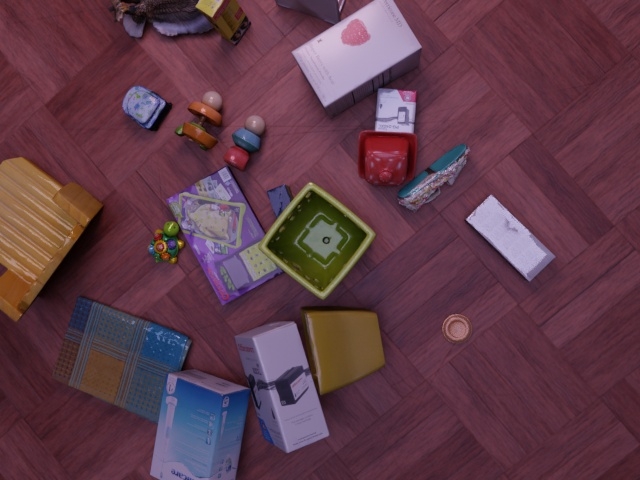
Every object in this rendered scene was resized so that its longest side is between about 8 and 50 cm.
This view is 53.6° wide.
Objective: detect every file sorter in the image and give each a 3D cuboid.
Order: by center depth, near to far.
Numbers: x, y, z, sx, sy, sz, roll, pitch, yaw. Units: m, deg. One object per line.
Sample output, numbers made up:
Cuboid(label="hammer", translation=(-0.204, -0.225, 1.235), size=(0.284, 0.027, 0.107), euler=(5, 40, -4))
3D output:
Cuboid(label="file sorter", translation=(-0.021, -0.722, 1.661), size=(0.193, 0.278, 0.173), euler=(20, 91, 5))

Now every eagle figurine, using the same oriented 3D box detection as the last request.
Cuboid(label="eagle figurine", translation=(-0.436, -0.686, 1.763), size=(0.299, 0.225, 0.226), euler=(-19, 127, -19))

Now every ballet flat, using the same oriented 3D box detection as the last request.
Cuboid(label="ballet flat", translation=(0.319, -0.167, 1.742), size=(0.241, 0.091, 0.077), euler=(-37, 117, 9))

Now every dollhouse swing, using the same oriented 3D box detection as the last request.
Cuboid(label="dollhouse swing", translation=(-0.842, -0.034, 1.760), size=(0.305, 0.315, 0.346), euler=(37, 95, -16))

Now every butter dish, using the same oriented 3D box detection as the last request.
Cuboid(label="butter dish", translation=(0.177, -0.201, 1.701), size=(0.160, 0.118, 0.160), euler=(4, 132, 6))

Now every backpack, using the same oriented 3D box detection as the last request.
Cuboid(label="backpack", translation=(-0.505, -0.384, 1.811), size=(0.114, 0.084, 0.105), euler=(34, 92, 7))

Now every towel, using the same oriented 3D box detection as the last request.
Cuboid(label="towel", translation=(-0.580, 0.347, 1.853), size=(0.370, 0.040, 0.271), euler=(20, 92, 7))

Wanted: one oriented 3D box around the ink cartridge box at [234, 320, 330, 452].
Cuboid(label="ink cartridge box", translation=(-0.109, 0.382, 1.698), size=(0.129, 0.223, 0.307), euler=(-16, 89, -21))

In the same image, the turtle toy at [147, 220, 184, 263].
Cuboid(label="turtle toy", translation=(-0.444, 0.005, 1.818), size=(0.095, 0.066, 0.130), euler=(26, 93, 5))

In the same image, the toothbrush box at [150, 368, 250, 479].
Cuboid(label="toothbrush box", translation=(-0.333, 0.529, 1.746), size=(0.217, 0.126, 0.295), euler=(9, 90, 32))

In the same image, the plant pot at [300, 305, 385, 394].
Cuboid(label="plant pot", translation=(0.062, 0.275, 1.710), size=(0.187, 0.212, 0.212), euler=(-10, 90, -6))

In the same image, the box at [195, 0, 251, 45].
Cuboid(label="box", translation=(-0.257, -0.608, 1.707), size=(0.058, 0.232, 0.087), euler=(35, 93, 7))

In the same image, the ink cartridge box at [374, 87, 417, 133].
Cuboid(label="ink cartridge box", translation=(0.207, -0.336, 1.749), size=(0.109, 0.063, 0.150), euler=(4, 91, 6))

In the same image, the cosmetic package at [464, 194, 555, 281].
Cuboid(label="cosmetic package", translation=(0.511, -0.007, 1.723), size=(0.099, 0.060, 0.239), euler=(-45, 86, 3))

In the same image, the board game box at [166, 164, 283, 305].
Cuboid(label="board game box", translation=(-0.270, -0.014, 1.812), size=(0.208, 0.056, 0.346), euler=(-28, 88, 1))

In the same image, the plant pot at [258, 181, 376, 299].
Cuboid(label="plant pot", translation=(0.000, 0.000, 1.703), size=(0.228, 0.207, 0.227), euler=(39, 94, 4))

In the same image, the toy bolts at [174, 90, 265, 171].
Cuboid(label="toy bolts", translation=(-0.262, -0.313, 1.742), size=(0.229, 0.218, 0.158), euler=(29, 87, -13))

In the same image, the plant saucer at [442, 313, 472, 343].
Cuboid(label="plant saucer", translation=(0.380, 0.246, 1.764), size=(0.084, 0.013, 0.083), euler=(0, 91, 7))

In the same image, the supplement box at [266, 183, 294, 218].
Cuboid(label="supplement box", translation=(-0.105, -0.108, 1.773), size=(0.056, 0.083, 0.083), euler=(-20, 88, 6))

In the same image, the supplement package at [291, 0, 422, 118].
Cuboid(label="supplement package", translation=(0.100, -0.488, 1.701), size=(0.293, 0.175, 0.177), euler=(-31, 87, 5))
